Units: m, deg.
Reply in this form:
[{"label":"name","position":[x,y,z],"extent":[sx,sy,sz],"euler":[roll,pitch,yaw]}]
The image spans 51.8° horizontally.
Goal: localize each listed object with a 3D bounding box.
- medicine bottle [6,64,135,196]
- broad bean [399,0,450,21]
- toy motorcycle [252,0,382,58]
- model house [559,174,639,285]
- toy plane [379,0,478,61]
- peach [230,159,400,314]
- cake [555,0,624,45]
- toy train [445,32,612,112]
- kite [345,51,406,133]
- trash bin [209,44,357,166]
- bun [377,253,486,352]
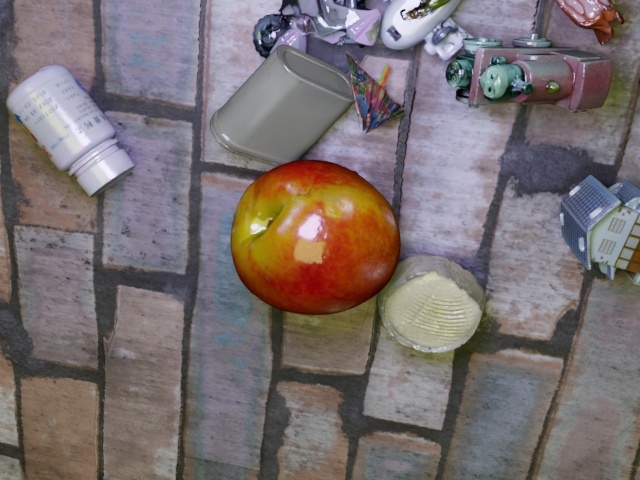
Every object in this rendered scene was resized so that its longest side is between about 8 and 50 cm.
[{"label":"medicine bottle","position":[-0.588,-0.256,1.570],"extent":[0.170,0.170,0.293],"euler":[-32,102,17]},{"label":"broad bean","position":[0.219,-0.575,1.306],"extent":[0.144,0.049,0.292],"euler":[-7,76,14]},{"label":"toy motorcycle","position":[0.001,-0.461,1.424],"extent":[0.327,0.143,0.188],"euler":[-26,92,30]},{"label":"model house","position":[0.661,-0.025,1.460],"extent":[0.215,0.224,0.198],"euler":[15,112,1]},{"label":"toy plane","position":[0.234,-0.510,1.392],"extent":[0.267,0.122,0.266],"euler":[3,108,8]},{"label":"peach","position":[0.000,0.000,1.494],"extent":[0.388,0.388,0.388],"euler":[2,110,7]},{"label":"cake","position":[0.524,-0.534,1.358],"extent":[0.098,0.135,0.287],"euler":[-36,93,32]},{"label":"toy train","position":[0.418,-0.336,1.349],"extent":[0.304,0.221,0.150],"euler":[-9,117,-24]},{"label":"kite","position":[0.118,-0.320,1.448],"extent":[0.014,0.183,0.241],"euler":[2,152,45]},{"label":"trash bin","position":[-0.077,-0.285,1.445],"extent":[0.243,0.121,0.247],"euler":[14,139,-42]},{"label":"bun","position":[0.265,0.144,1.613],"extent":[0.259,0.152,0.259],"euler":[5,123,8]}]
